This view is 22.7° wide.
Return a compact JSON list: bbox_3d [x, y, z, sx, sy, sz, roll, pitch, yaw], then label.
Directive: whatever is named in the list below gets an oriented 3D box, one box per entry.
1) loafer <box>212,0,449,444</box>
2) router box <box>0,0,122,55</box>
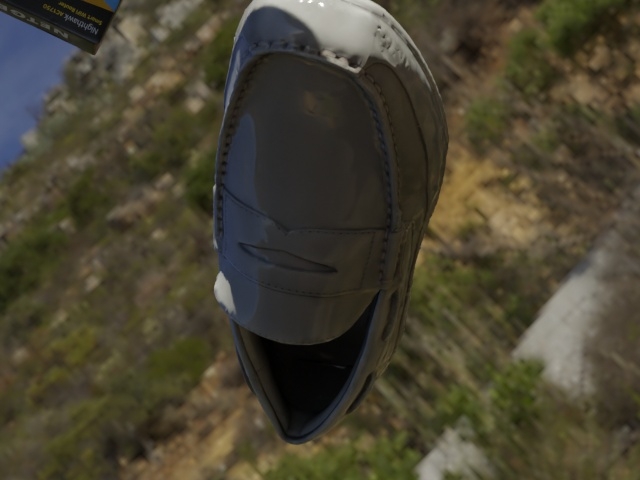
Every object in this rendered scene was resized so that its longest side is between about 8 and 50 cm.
[{"bbox_3d":[0.000,0.000,0.803,0.319,0.112,0.111,82,-155,-56],"label":"loafer"},{"bbox_3d":[-0.274,-0.282,1.578,0.046,0.179,0.133,137,156,-75],"label":"router box"}]
